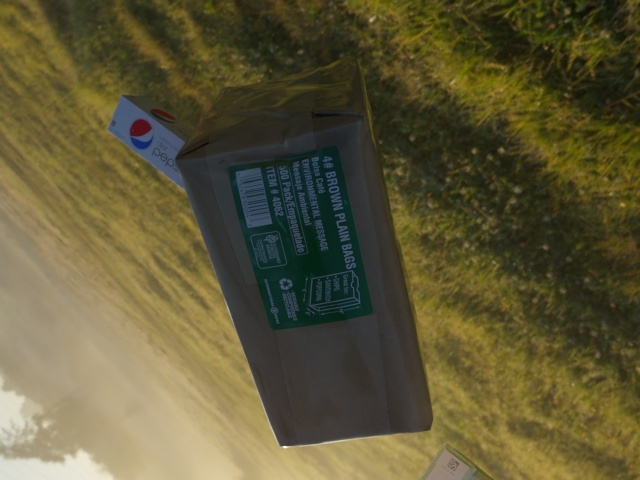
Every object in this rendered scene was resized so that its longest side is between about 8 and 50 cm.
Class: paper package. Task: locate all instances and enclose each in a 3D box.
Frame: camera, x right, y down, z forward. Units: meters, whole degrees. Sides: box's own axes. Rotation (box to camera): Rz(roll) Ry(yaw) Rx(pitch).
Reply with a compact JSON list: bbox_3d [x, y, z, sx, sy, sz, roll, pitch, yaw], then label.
[{"bbox_3d":[0.000,0.000,0.735,0.309,0.168,0.324,-89,-14,-66],"label":"paper package"}]

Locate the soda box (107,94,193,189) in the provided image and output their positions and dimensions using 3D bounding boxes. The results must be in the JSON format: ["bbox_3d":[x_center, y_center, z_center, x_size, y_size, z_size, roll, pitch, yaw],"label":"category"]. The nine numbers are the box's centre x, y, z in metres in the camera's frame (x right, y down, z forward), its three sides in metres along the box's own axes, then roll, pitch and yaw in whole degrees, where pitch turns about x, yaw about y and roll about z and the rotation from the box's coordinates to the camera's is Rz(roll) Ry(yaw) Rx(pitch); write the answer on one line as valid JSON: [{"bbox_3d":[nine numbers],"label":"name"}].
[{"bbox_3d":[-0.261,-0.166,1.194,0.216,0.074,0.069,36,-157,17],"label":"soda box"}]

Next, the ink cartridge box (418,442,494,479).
[{"bbox_3d":[0.123,0.373,0.863,0.056,0.235,0.171,35,173,30],"label":"ink cartridge box"}]
